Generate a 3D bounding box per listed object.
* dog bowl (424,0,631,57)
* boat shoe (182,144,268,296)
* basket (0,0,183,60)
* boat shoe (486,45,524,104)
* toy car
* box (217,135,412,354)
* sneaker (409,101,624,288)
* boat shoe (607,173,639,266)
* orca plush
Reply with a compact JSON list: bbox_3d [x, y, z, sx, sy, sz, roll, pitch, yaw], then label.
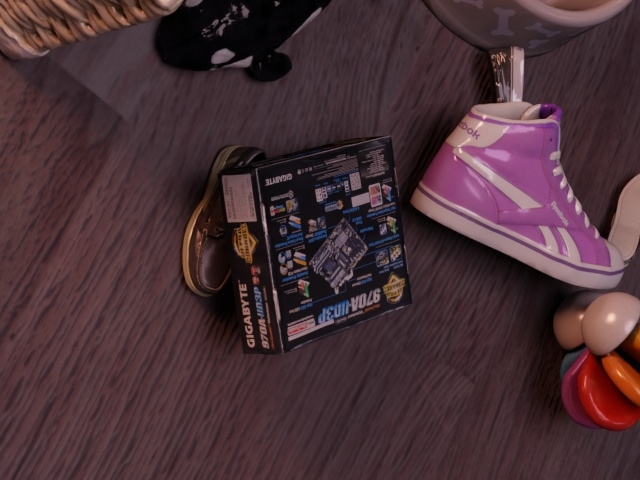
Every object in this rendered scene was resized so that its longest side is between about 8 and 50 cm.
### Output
[{"bbox_3d":[0.233,-0.377,1.846,0.349,0.102,0.349,3,85,-38],"label":"dog bowl"},{"bbox_3d":[-0.088,-0.021,1.610,0.056,0.049,0.152,22,74,-33],"label":"boat shoe"},{"bbox_3d":[-0.205,-0.376,1.410,0.328,0.266,0.331,49,62,-26],"label":"basket"},{"bbox_3d":[0.196,-0.139,1.843,0.040,0.049,0.142,3,94,-1],"label":"boat shoe"},{"bbox_3d":[0.321,0.143,1.846,0.159,0.182,0.136,37,82,-12],"label":"toy car"},{"bbox_3d":[0.000,0.000,1.638,0.220,0.051,0.175,-18,103,-51],"label":"box"},{"bbox_3d":[0.245,-0.053,1.800,0.282,0.102,0.161,23,100,-35],"label":"sneaker"},{"bbox_3d":[0.358,-0.021,1.960,0.046,0.038,0.125,19,64,8],"label":"boat shoe"},{"bbox_3d":[-0.018,-0.235,1.643,0.287,0.102,0.151,-12,95,-37],"label":"orca plush"}]
